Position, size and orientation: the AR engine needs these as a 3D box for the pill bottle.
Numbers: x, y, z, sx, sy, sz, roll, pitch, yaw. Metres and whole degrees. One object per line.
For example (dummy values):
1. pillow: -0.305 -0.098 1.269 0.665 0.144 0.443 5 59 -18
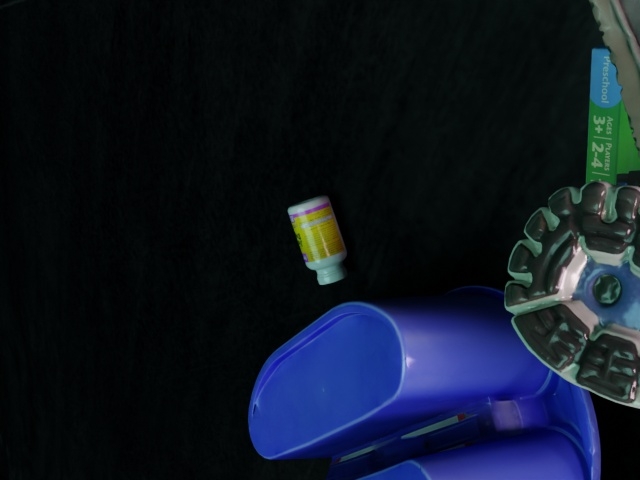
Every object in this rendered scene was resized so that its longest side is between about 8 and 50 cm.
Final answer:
1. pill bottle: 0.000 0.000 0.747 0.043 0.043 0.083 -11 99 52

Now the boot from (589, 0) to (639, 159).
1. boot: 0.242 -0.126 0.349 0.208 0.076 0.189 -26 70 39

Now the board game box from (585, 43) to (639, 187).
1. board game box: 0.257 -0.029 0.431 0.211 0.039 0.160 16 120 44

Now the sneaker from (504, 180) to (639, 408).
1. sneaker: 0.252 0.070 0.342 0.330 0.147 0.130 38 112 41

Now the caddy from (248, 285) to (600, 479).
1. caddy: 0.078 0.178 0.645 0.341 0.179 0.241 -41 52 51
